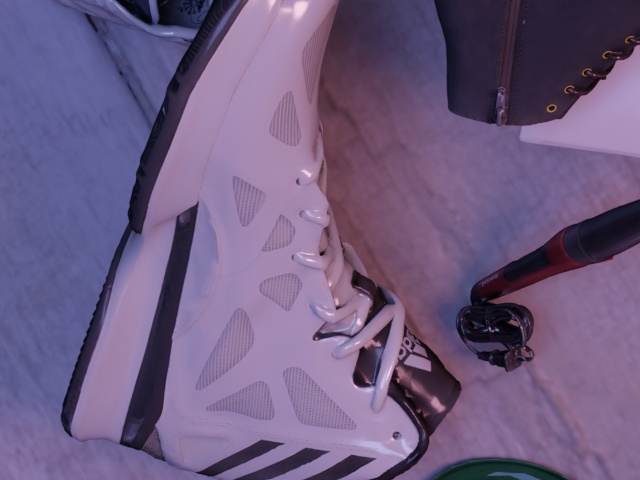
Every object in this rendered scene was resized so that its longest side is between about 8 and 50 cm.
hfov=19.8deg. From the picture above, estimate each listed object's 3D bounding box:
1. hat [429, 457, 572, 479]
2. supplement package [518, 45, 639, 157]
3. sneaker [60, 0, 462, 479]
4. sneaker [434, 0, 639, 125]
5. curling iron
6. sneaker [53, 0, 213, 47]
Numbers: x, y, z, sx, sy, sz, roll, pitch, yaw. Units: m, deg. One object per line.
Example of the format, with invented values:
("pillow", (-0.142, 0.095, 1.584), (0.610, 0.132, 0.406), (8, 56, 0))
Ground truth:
("hat", (0.117, 0.254, 1.241), (0.208, 0.183, 0.173), (14, 101, 20))
("supplement package", (0.283, -0.144, 1.124), (0.263, 0.198, 0.199), (10, 100, 20))
("sneaker", (0.000, 0.000, 1.253), (0.257, 0.169, 0.447), (21, 126, -1))
("sneaker", (0.174, -0.127, 1.031), (0.222, 0.083, 0.118), (2, 112, 20))
("curling iron", (0.179, 0.016, 1.211), (0.274, 0.035, 0.068), (-39, 75, 49))
("sneaker", (-0.149, -0.199, 1.349), (0.235, 0.095, 0.090), (18, 104, 20))
